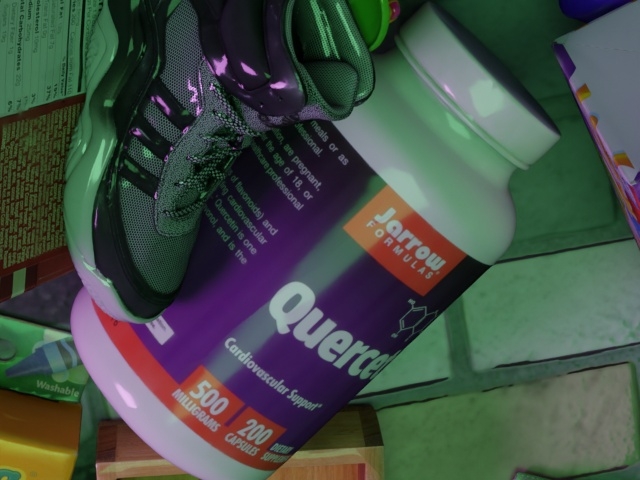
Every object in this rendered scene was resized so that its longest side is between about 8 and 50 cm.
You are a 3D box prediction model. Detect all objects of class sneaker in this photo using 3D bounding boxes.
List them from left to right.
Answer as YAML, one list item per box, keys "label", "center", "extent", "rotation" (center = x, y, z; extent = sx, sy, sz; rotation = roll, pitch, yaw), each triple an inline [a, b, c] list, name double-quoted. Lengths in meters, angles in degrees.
- label: "sneaker"
  center: [-0.058, -0.065, 1.098]
  extent: [0.153, 0.101, 0.268]
  rotation: [17, 107, 29]

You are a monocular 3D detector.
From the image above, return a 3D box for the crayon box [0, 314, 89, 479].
- label: "crayon box"
  center: [-0.298, 0.203, 1.350]
  extent: [0.203, 0.083, 0.323]
  rotation: [15, 109, -11]

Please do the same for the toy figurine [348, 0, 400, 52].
- label: "toy figurine"
  center: [0.025, -0.183, 1.178]
  extent: [0.159, 0.173, 0.130]
  rotation: [-33, 121, -37]

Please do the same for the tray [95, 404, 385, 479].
- label: "tray"
  center: [-0.053, 0.327, 1.425]
  extent: [0.203, 0.076, 0.411]
  rotation: [-3, 113, -4]

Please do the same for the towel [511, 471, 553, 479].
- label: "towel"
  center: [0.212, 0.348, 1.475]
  extent: [0.248, 0.038, 0.325]
  rotation: [14, 110, -11]

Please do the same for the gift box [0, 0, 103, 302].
- label: "gift box"
  center: [-0.288, -0.103, 1.103]
  extent: [0.258, 0.276, 0.255]
  rotation: [18, 109, 29]

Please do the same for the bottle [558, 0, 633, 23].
- label: "bottle"
  center: [0.151, -0.228, 1.210]
  extent: [0.118, 0.092, 0.283]
  rotation: [-42, 110, 6]

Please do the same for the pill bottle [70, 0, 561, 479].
- label: "pill bottle"
  center: [0.000, 0.000, 1.240]
  extent: [0.181, 0.181, 0.323]
  rotation: [41, 103, -18]

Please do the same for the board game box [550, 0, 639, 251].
- label: "board game box"
  center: [0.272, -0.026, 1.222]
  extent: [0.142, 0.144, 0.275]
  rotation: [-26, 135, 6]
